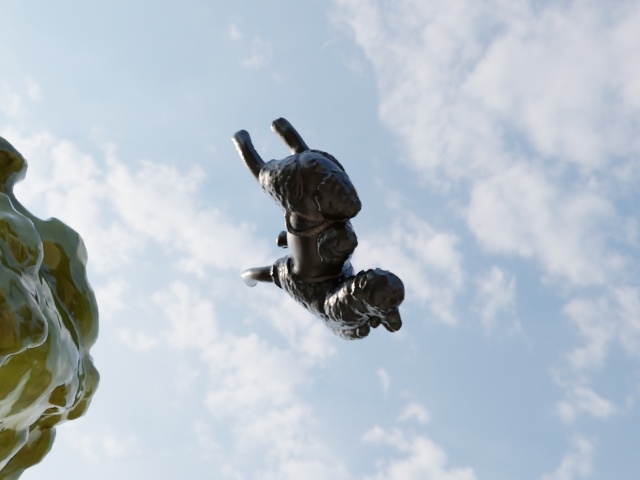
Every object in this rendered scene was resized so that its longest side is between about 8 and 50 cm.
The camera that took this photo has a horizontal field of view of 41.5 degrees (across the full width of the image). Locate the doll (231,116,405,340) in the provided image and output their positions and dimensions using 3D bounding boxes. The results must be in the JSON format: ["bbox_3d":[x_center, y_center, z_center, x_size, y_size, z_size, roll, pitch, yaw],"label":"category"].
[{"bbox_3d":[0.000,0.000,0.594,0.165,0.057,0.139,28,-53,46],"label":"doll"}]

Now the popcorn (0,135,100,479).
[{"bbox_3d":[-0.274,0.061,0.597,0.235,0.241,0.250,16,-53,11],"label":"popcorn"}]
